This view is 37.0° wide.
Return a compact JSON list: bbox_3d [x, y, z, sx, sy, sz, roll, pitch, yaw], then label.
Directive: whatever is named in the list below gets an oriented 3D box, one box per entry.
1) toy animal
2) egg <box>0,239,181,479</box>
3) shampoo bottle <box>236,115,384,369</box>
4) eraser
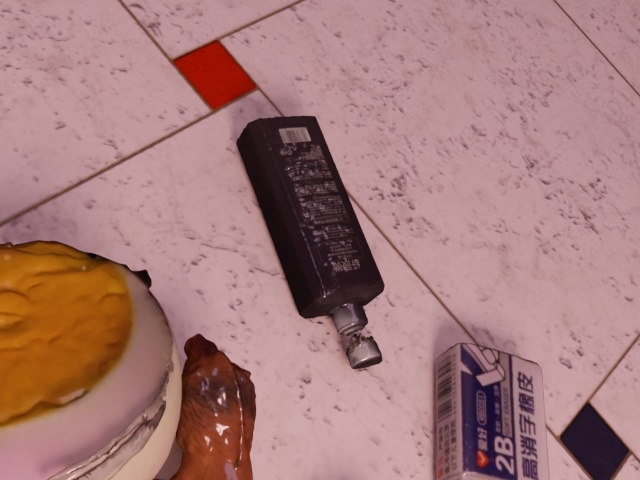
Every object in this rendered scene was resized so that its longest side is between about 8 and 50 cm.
[{"bbox_3d":[-0.092,0.239,0.854,0.097,0.157,0.312,0,61,-29],"label":"toy animal"},{"bbox_3d":[-0.257,0.140,0.818,0.286,0.174,0.264,17,49,12],"label":"egg"},{"bbox_3d":[-0.001,0.000,1.106,0.098,0.071,0.309,-8,66,-35],"label":"shampoo bottle"},{"bbox_3d":[0.194,0.232,1.083,0.124,0.068,0.210,20,54,-22],"label":"eraser"}]
